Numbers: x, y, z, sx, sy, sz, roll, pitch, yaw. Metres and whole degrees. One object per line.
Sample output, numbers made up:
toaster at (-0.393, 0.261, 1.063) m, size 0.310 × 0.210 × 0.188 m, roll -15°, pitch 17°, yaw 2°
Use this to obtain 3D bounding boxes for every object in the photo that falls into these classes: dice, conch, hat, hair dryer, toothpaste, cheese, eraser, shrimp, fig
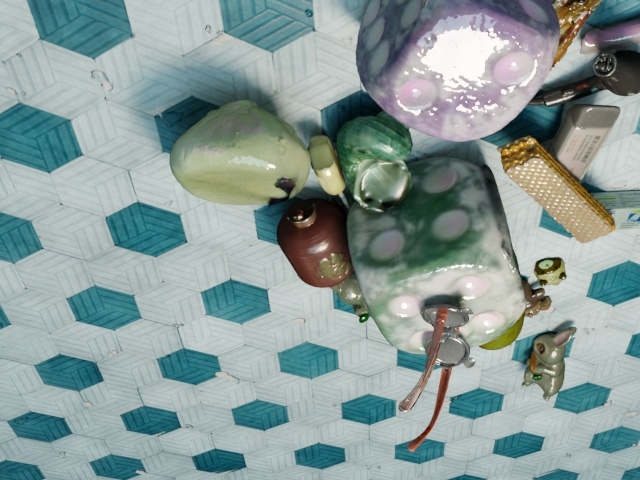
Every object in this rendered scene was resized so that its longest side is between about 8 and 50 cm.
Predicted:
dice at (0.270, 0.034, 1.826) m, size 0.348 × 0.328 × 0.330 m, roll -19°, pitch 136°, yaw 15°
conch at (0.124, -0.188, 1.716) m, size 0.196 × 0.134 × 0.202 m, roll 28°, pitch 122°, yaw -18°
hat at (0.605, 0.089, 2.115) m, size 0.077 × 0.059 × 0.076 m, roll -9°, pitch 142°, yaw -2°
hair dryer at (0.516, -0.306, 1.629) m, size 0.271 × 0.091 × 0.235 m, roll -19°, pitch 173°, yaw 36°
toothpaste at (0.762, -0.074, 1.946) m, size 0.336 × 0.067 × 0.081 m, roll -2°, pitch 138°, yaw -2°
cheese at (0.028, -0.139, 1.783) m, size 0.050 × 0.127 × 0.255 m, roll -20°, pitch 154°, yaw 7°
eraser at (0.547, -0.190, 1.764) m, size 0.089 × 0.061 × 0.352 m, roll 2°, pitch 148°, yaw -5°
dice at (0.237, -0.360, 1.440) m, size 0.271 × 0.270 × 0.270 m, roll 18°, pitch 133°, yaw -22°
shrimp at (0.448, -0.396, 1.582) m, size 0.154 × 0.062 × 0.294 m, roll 17°, pitch 137°, yaw -39°
fig at (0.445, 0.162, 2.085) m, size 0.203 × 0.203 × 0.225 m, roll 13°, pitch 115°, yaw -19°

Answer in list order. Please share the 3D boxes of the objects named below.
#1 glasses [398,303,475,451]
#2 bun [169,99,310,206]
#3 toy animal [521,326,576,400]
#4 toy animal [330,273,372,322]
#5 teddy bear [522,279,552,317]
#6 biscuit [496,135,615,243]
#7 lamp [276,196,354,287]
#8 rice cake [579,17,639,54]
glasses at (0.248, 0.286, 1.667) m, size 0.118 × 0.268 × 0.234 m, roll 6°, pitch 141°, yaw 15°
bun at (-0.162, -0.190, 1.662) m, size 0.293 × 0.187 × 0.293 m, roll 4°, pitch 162°, yaw 1°
toy animal at (0.673, 0.335, 2.363) m, size 0.125 × 0.127 × 0.251 m, roll 10°, pitch 122°, yaw 1°
toy animal at (0.106, 0.132, 2.104) m, size 0.236 × 0.138 × 0.108 m, roll 35°, pitch 169°, yaw -7°
teddy bear at (0.559, 0.169, 2.181) m, size 0.119 × 0.078 × 0.160 m, roll -25°, pitch 135°, yaw 25°
biscuit at (0.530, -0.104, 1.789) m, size 0.094 × 0.054 × 0.378 m, roll -22°, pitch 138°, yaw 37°
lamp at (0.000, 0.000, 1.886) m, size 0.180 × 0.180 × 0.258 m, roll -16°, pitch 136°, yaw 12°
rice cake at (0.640, -0.415, 1.580) m, size 0.269 × 0.049 × 0.055 m, roll -11°, pitch 123°, yaw 9°
